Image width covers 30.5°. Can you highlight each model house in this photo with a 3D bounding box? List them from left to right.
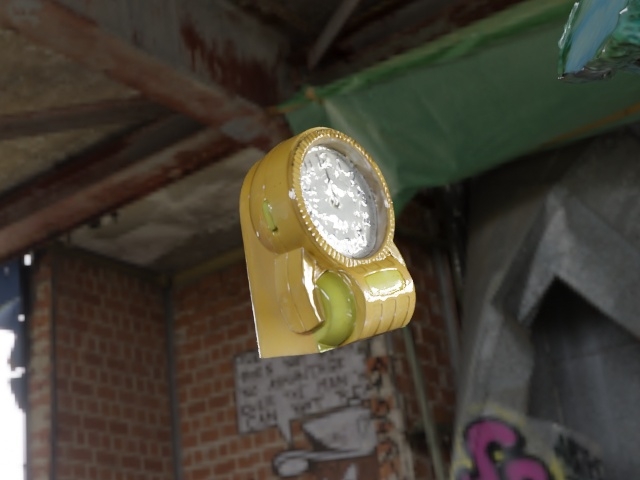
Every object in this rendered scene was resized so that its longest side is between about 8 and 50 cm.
[{"bbox_3d":[0.401,-0.239,1.211,0.241,0.226,0.261,19,0,-2],"label":"model house"}]

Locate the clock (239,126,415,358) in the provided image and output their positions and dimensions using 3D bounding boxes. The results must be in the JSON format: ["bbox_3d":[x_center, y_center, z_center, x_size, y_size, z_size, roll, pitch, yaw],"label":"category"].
[{"bbox_3d":[0.000,0.000,1.734,0.200,0.317,0.244,-18,-4,37],"label":"clock"}]
